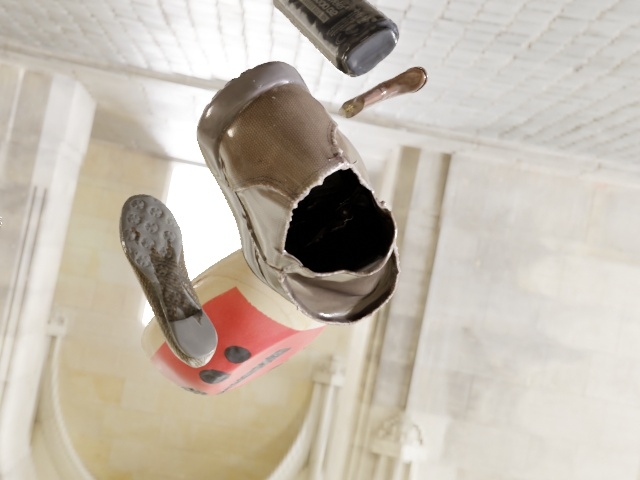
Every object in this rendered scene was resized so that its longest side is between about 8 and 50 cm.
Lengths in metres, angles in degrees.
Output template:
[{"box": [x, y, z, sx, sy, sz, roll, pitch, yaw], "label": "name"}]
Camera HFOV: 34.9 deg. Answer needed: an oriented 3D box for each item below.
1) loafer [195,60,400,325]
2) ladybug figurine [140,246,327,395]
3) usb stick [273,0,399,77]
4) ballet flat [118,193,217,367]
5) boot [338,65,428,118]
[{"box": [0.000, 0.000, 0.897, 0.130, 0.133, 0.366, 50, 177, 30], "label": "loafer"}, {"box": [-0.126, 0.138, 1.735, 0.305, 0.162, 0.449, -7, 156, -46], "label": "ladybug figurine"}, {"box": [0.011, -0.248, 1.117, 0.045, 0.077, 0.278, 54, -178, -33], "label": "usb stick"}, {"box": [-0.199, 0.053, 1.315, 0.084, 0.250, 0.058, -17, 157, -25], "label": "ballet flat"}, {"box": [0.090, -0.216, 1.498, 0.114, 0.037, 0.106, -28, -175, -41], "label": "boot"}]
